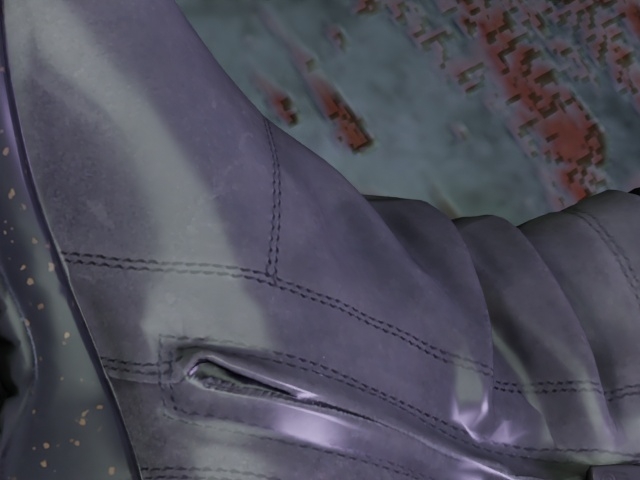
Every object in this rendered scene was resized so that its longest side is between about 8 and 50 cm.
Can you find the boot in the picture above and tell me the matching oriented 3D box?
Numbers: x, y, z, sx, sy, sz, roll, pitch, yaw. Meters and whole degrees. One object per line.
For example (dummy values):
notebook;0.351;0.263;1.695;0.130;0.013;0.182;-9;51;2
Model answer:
boot;0.000;0.000;0.497;0.222;0.118;0.338;-5;79;-20
